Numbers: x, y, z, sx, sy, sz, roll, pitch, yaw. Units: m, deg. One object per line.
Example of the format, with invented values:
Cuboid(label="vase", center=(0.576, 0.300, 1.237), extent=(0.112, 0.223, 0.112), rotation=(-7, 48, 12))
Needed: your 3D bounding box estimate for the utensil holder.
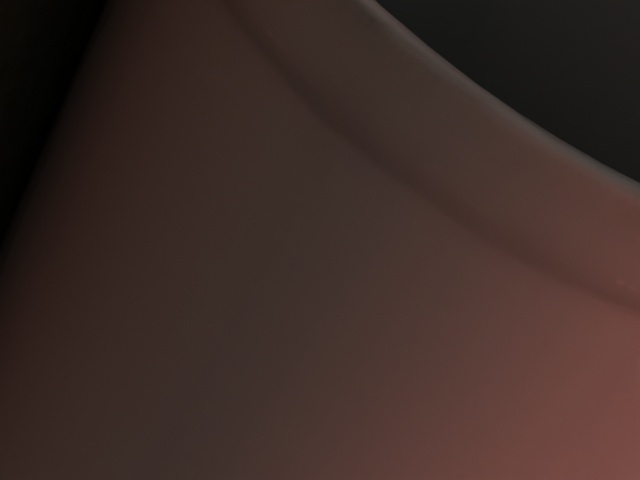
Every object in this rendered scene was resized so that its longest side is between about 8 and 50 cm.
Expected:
Cuboid(label="utensil holder", center=(0.028, 0.023, 0.648), extent=(0.385, 0.327, 0.327), rotation=(-59, 174, 36))
